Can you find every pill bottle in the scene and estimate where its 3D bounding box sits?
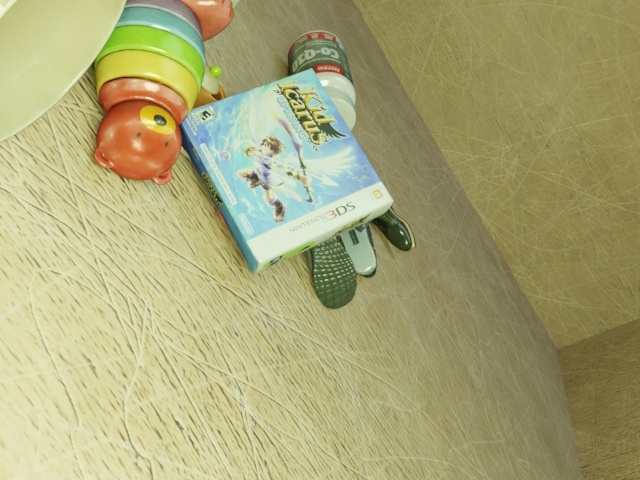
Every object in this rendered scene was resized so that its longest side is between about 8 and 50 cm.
[{"bbox_3d":[0.005,-0.402,1.542,0.161,0.161,0.283,38,32,-42],"label":"pill bottle"}]

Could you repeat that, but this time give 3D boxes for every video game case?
[{"bbox_3d":[-0.056,-0.118,0.935,0.244,0.061,0.269,-25,77,-23],"label":"video game case"}]

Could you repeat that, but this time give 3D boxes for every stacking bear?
[{"bbox_3d":[-0.239,-0.221,0.832,0.175,0.164,0.289,21,62,-40],"label":"stacking bear"}]

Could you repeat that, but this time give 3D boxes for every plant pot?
[{"bbox_3d":[-0.376,-0.272,0.573,0.274,0.256,0.256,39,28,-10],"label":"plant pot"}]

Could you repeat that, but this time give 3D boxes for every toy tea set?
[{"bbox_3d":[-0.139,-0.162,1.029,0.336,0.124,0.200,59,24,-6],"label":"toy tea set"}]

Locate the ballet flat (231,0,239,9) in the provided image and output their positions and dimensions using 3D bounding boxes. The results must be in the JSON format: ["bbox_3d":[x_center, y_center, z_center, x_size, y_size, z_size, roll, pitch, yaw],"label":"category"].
[{"bbox_3d":[-0.218,-0.625,1.475,0.057,0.052,0.168,42,30,-38],"label":"ballet flat"}]

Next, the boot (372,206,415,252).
[{"bbox_3d":[0.165,-0.046,1.601,0.198,0.077,0.137,53,26,14],"label":"boot"}]

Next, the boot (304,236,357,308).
[{"bbox_3d":[0.000,0.000,1.179,0.161,0.083,0.246,-116,-173,-68],"label":"boot"}]

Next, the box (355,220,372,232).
[{"bbox_3d":[-0.010,-0.129,1.123,0.232,0.059,0.183,46,6,29],"label":"box"}]

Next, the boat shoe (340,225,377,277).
[{"bbox_3d":[0.086,-0.015,1.394,0.076,0.080,0.228,55,14,-61],"label":"boat shoe"}]
